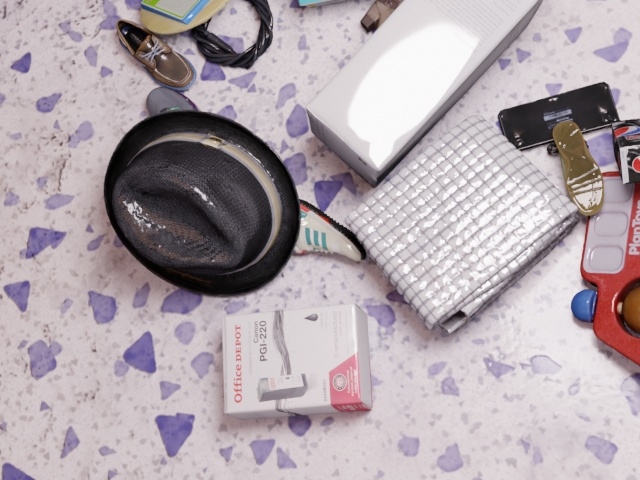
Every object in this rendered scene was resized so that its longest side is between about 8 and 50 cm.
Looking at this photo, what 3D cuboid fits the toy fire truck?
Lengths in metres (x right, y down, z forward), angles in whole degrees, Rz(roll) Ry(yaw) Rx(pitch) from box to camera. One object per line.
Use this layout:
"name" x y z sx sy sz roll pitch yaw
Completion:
"toy fire truck" 0.493 0.045 1.463 0.254 0.169 0.302 2 73 39

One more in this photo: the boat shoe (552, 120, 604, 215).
"boat shoe" 0.392 -0.106 1.544 0.056 0.048 0.153 -22 69 11

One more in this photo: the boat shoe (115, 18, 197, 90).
"boat shoe" -0.297 -0.327 1.794 0.183 0.066 0.066 35 86 20

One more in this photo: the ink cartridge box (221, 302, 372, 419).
"ink cartridge box" -0.038 0.188 1.576 0.218 0.092 0.158 -7 73 14

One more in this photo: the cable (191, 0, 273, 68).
"cable" -0.157 -0.381 1.785 0.151 0.047 0.184 -21 72 8

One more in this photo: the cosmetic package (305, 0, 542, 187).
"cosmetic package" 0.160 -0.275 1.576 0.156 0.217 0.385 44 86 4

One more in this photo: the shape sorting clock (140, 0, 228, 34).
"shape sorting clock" -0.226 -0.438 1.793 0.206 0.040 0.206 -13 53 18

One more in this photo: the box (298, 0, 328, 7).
"box" 0.086 -0.443 1.706 0.244 0.100 0.060 -8 99 11

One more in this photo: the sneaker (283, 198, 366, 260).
"sneaker" 0.000 0.000 1.644 0.161 0.057 0.075 36 103 19

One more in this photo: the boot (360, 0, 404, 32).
"boot" 0.127 -0.362 1.715 0.087 0.042 0.118 -36 77 -6

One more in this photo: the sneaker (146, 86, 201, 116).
"sneaker" -0.233 -0.188 1.723 0.083 0.098 0.223 -38 70 2

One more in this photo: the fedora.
"fedora" -0.204 -0.041 1.587 0.334 0.152 0.334 4 107 13

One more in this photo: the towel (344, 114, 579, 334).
"towel" 0.215 -0.020 1.558 0.284 0.121 0.235 -41 71 -1

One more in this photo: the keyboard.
"keyboard" 0.380 -0.180 1.610 0.180 0.023 0.108 -15 66 10

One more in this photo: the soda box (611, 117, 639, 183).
"soda box" 0.462 -0.134 1.498 0.053 0.169 0.060 -7 107 13
